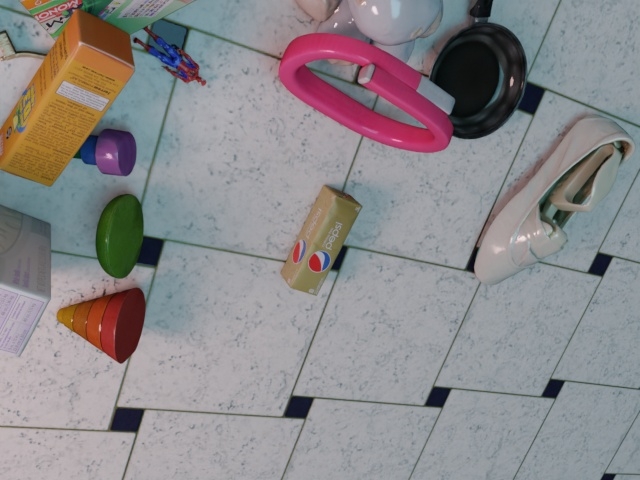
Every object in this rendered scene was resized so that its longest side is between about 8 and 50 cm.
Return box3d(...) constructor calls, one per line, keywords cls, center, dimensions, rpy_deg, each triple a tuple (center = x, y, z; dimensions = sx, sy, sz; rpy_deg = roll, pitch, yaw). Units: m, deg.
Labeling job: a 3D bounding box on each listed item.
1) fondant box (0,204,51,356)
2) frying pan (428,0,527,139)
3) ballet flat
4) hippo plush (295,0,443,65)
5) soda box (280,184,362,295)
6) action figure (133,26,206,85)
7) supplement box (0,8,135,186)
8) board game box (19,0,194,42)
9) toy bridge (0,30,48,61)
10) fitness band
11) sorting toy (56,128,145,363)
box3d(cls="fondant box", center=(-0.512, 0.000, 0.796), dimensions=(0.330, 0.238, 0.096), rpy_deg=(24, 103, -30))
box3d(cls="frying pan", center=(0.242, -0.324, 1.076), dimensions=(0.197, 0.053, 0.326), rpy_deg=(-29, 120, -8))
box3d(cls="ballet flat", center=(0.450, -0.063, 1.240), dimensions=(0.139, 0.139, 0.400), rpy_deg=(31, 99, -31))
box3d(cls="hippo plush", center=(0.128, -0.359, 0.900), dimensions=(0.234, 0.236, 0.294), rpy_deg=(34, 97, -31))
box3d(cls="soda box", center=(0.000, 0.000, 1.118), dimensions=(0.058, 0.061, 0.181), rpy_deg=(19, 105, -28))
box3d(cls="action figure", center=(-0.212, -0.260, 0.927), dimensions=(0.115, 0.030, 0.038), rpy_deg=(34, 92, -34))
box3d(cls="supplement box", center=(-0.332, -0.176, 0.830), dimensions=(0.080, 0.078, 0.233), rpy_deg=(17, 131, -41))
box3d(cls="board game box", center=(-0.217, -0.360, 0.744), dimensions=(0.317, 0.046, 0.213), rpy_deg=(-25, 146, 7))
box3d(cls="toy bridge", center=(-0.336, -0.274, 0.867), dimensions=(0.188, 0.026, 0.063), rpy_deg=(-23, 122, -11))
box3d(cls="fitness band", center=(0.073, -0.211, 0.965), dimensions=(0.291, 0.209, 0.054), rpy_deg=(25, 79, -31))
box3d(cls="sorting toy", center=(-0.346, 0.010, 0.973), dimensions=(0.126, 0.127, 0.365), rpy_deg=(7, 111, 6))
